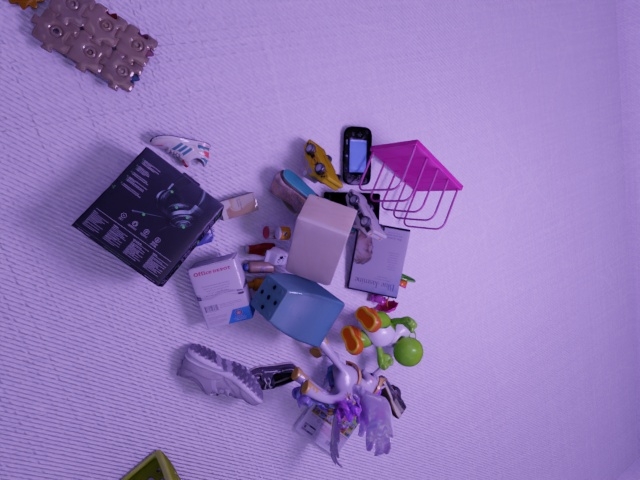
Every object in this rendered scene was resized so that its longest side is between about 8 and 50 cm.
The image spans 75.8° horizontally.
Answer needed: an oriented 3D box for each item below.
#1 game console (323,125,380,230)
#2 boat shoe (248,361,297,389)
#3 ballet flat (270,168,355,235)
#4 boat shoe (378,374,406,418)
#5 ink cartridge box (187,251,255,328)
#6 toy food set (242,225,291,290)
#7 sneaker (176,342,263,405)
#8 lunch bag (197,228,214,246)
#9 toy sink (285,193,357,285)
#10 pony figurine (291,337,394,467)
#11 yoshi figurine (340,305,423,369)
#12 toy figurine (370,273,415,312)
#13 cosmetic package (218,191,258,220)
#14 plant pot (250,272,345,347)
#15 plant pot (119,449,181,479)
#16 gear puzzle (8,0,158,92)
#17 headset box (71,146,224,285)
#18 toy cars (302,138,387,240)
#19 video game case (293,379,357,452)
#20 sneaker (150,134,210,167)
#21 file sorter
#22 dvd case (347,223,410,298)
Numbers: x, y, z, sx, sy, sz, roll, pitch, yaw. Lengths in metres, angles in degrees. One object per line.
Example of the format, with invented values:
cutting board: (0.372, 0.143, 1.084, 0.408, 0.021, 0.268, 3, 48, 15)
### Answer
game console: (0.113, -0.211, 1.425, 0.214, 0.044, 0.360, -3, 97, -28)
boat shoe: (-0.166, 0.452, 1.348, 0.206, 0.065, 0.075, -8, 103, -26)
ballet flat: (-0.029, -0.102, 1.324, 0.316, 0.106, 0.107, 40, 34, -13)
boat shoe: (0.275, 0.595, 1.596, 0.073, 0.080, 0.223, -37, 117, -25)
ink cartridge box: (-0.287, 0.146, 1.209, 0.140, 0.082, 0.190, -14, 103, 3)
toy food set: (-0.175, 0.043, 1.257, 0.105, 0.111, 0.232, 1, 127, -28)
sneaker: (-0.304, 0.428, 1.258, 0.281, 0.105, 0.115, 36, 96, -9)
lunch bag: (-0.356, -0.018, 1.188, 0.099, 0.065, 0.067, -20, 105, -24)
toy sink: (0.000, 0.000, 1.245, 0.153, 0.234, 0.131, 19, 44, 4)
pony figurine: (0.080, 0.512, 1.348, 0.364, 0.303, 0.350, 36, 44, -21)
yoshi figurine: (0.252, 0.355, 1.449, 0.362, 0.204, 0.202, 22, 67, -45)
toy figurine: (0.240, 0.189, 1.516, 0.173, 0.130, 0.159, 20, 96, -7)
cosmetic package: (-0.252, -0.104, 1.246, 0.115, 0.041, 0.060, -22, 106, -24)
plant pot: (-0.083, 0.197, 1.250, 0.234, 0.166, 0.165, 30, 91, -48)
plant pot: (-0.464, 0.783, 1.150, 0.228, 0.227, 0.207, -39, 119, -19)
gear puzzle: (-0.599, -0.519, 1.016, 0.339, 0.044, 0.175, 29, 84, -25)
headset box: (-0.425, -0.063, 1.069, 0.246, 0.131, 0.283, 37, 75, -9)
toy cars: (0.060, -0.145, 1.305, 0.087, 0.176, 0.393, -39, 94, 23)
video game case: (0.043, 0.651, 1.507, 0.227, 0.026, 0.206, 45, 76, -24)
sneaker: (-0.389, -0.246, 1.147, 0.162, 0.057, 0.075, 4, 89, -31)
file sorter: (0.303, -0.178, 1.406, 0.291, 0.202, 0.182, 31, 76, -36)
dvd case: (0.200, 0.068, 1.434, 0.181, 0.022, 0.252, 11, 105, 9)
